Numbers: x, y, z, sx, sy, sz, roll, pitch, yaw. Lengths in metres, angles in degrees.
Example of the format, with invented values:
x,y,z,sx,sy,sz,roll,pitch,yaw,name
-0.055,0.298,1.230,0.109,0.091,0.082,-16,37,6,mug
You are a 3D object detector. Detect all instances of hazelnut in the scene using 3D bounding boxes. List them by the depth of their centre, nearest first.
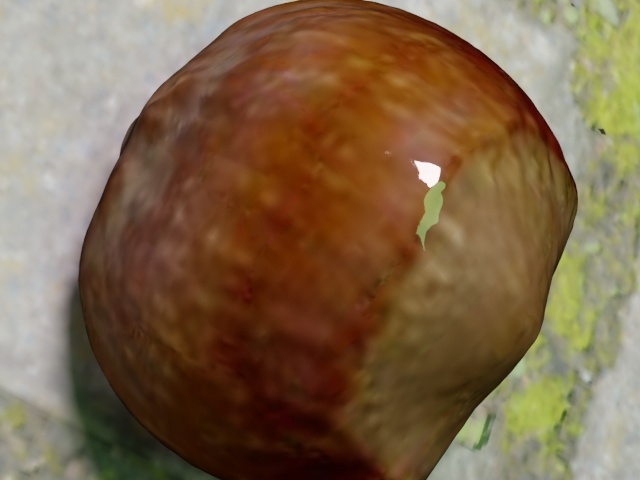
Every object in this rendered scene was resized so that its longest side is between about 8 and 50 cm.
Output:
x,y,z,sx,sy,sz,roll,pitch,yaw,name
0.000,0.000,0.527,0.143,0.143,0.154,38,80,-25,hazelnut
